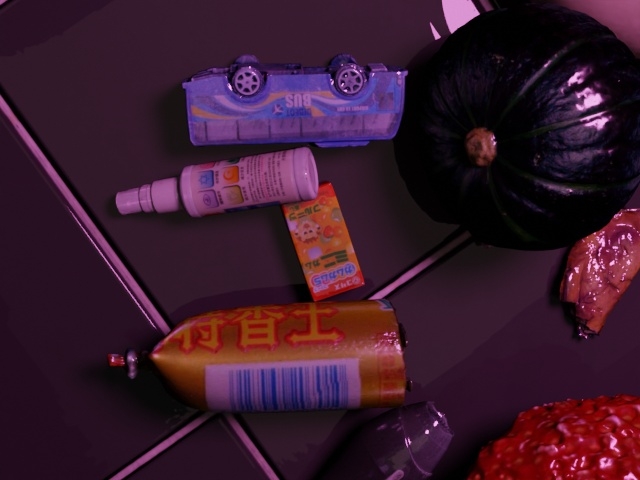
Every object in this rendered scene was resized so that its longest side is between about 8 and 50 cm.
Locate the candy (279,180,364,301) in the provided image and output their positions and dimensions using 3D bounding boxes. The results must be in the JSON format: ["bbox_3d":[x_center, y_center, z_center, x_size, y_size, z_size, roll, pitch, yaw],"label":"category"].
[{"bbox_3d":[0.000,0.000,1.000,0.062,0.038,0.122,-19,96,-2],"label":"candy"}]

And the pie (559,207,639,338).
[{"bbox_3d":[0.326,0.029,1.030,0.092,0.034,0.170,29,93,-10],"label":"pie"}]

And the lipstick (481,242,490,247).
[{"bbox_3d":[0.246,-0.029,1.016,0.141,0.040,0.040,-17,96,-3],"label":"lipstick"}]

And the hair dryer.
[{"bbox_3d":[0.106,0.332,1.024,0.235,0.091,0.272,-41,101,10],"label":"hair dryer"}]

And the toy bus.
[{"bbox_3d":[-0.027,-0.147,0.970,0.236,0.079,0.094,-2,112,-4],"label":"toy bus"}]

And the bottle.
[{"bbox_3d":[-0.113,-0.056,0.966,0.217,0.060,0.060,-7,96,10],"label":"bottle"}]

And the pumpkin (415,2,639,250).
[{"bbox_3d":[0.232,-0.121,0.928,0.248,0.248,0.248,0,95,-4],"label":"pumpkin"}]

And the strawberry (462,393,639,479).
[{"bbox_3d":[0.261,0.292,0.961,0.257,0.261,0.261,-1,96,27],"label":"strawberry"}]

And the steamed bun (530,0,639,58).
[{"bbox_3d":[0.363,-0.372,0.895,0.374,0.241,0.375,0,93,-7],"label":"steamed bun"}]

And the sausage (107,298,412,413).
[{"bbox_3d":[-0.067,0.123,0.971,0.317,0.125,0.117,-1,99,-1],"label":"sausage"}]
